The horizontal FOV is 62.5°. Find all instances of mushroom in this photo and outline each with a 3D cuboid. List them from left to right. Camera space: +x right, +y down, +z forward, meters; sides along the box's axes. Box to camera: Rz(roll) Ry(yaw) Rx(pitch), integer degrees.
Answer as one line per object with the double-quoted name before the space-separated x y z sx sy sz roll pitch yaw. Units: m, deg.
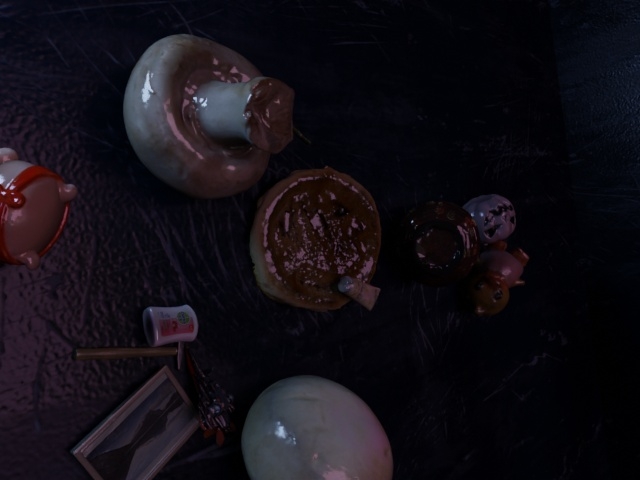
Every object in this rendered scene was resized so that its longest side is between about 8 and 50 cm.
"mushroom" -0.181 -0.227 0.931 0.297 0.290 0.298 7 81 -45
"mushroom" -0.013 0.435 1.021 0.315 0.315 0.356 44 49 -33

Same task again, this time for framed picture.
"framed picture" -0.310 0.341 0.923 0.203 0.015 0.150 -44 120 -39

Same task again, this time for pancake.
"pancake" -0.001 0.000 1.204 0.356 0.065 0.356 -2 94 -31

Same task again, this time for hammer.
"hammer" -0.331 0.201 0.928 0.198 0.013 0.063 9 80 -44

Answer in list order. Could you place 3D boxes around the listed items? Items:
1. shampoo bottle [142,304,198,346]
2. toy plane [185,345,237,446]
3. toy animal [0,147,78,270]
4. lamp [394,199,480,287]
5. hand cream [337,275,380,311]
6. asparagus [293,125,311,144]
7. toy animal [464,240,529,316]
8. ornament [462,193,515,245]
"shampoo bottle" -0.270 0.155 0.968 0.099 0.043 0.072 2 64 -45
"toy plane" -0.210 0.286 0.998 0.130 0.061 0.189 -9 81 -75
"toy animal" -0.458 -0.058 0.740 0.197 0.171 0.171 35 61 -28
"lamp" 0.323 0.010 1.462 0.247 0.247 0.247 6 81 -44
"hand cream" 0.093 0.123 1.236 0.143 0.039 0.061 29 81 -46
"asparagus" -0.076 -0.279 1.238 0.163 0.016 0.016 42 84 -34
"toy animal" 0.558 0.136 1.728 0.281 0.195 0.169 -49 158 -41
"ornament" 0.546 -0.062 1.721 0.177 0.177 0.178 6 81 -44
